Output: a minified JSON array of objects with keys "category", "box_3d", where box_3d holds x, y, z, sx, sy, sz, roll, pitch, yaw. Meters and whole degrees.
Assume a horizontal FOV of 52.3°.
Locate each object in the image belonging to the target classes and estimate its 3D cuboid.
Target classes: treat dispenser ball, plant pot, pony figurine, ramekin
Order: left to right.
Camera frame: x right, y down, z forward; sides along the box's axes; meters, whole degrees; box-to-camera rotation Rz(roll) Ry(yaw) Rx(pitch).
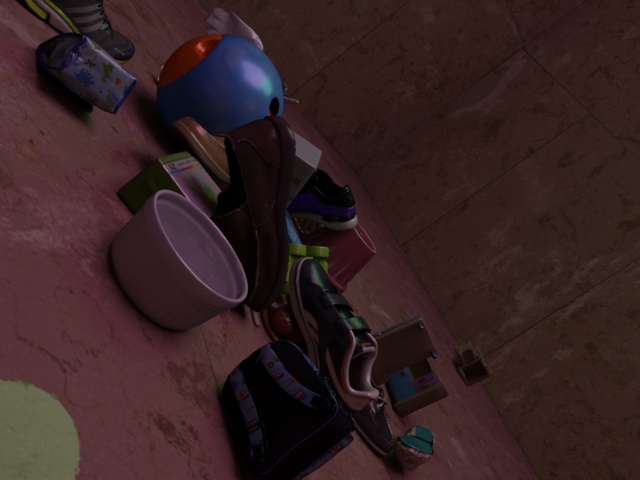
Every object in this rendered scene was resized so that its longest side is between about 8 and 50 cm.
[{"category":"ramekin","box_3d":[-0.215,0.037,0.977,0.207,0.109,0.207,50,12,-15]},{"category":"treat dispenser ball","box_3d":[-0.228,-0.323,1.492,0.288,0.288,0.288,50,13,-16]},{"category":"pony figurine","box_3d":[-0.224,-0.409,1.789,0.351,0.303,0.363,32,-13,0]},{"category":"plant pot","box_3d":[0.047,0.034,1.810,0.201,0.180,0.201,51,13,-17]}]

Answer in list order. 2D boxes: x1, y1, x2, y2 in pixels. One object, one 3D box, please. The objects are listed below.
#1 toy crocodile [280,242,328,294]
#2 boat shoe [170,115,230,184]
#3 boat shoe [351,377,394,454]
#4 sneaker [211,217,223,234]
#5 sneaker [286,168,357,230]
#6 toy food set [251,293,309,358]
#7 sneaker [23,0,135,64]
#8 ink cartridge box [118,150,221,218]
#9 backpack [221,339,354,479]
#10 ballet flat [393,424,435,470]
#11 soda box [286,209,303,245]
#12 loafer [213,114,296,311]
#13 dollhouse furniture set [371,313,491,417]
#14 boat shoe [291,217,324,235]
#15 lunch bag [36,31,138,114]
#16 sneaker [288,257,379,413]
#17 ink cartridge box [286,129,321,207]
[{"category":"toy crocodile","box_3d":[-0.059,0.068,1.511,0.340,0.105,0.115,8,82,-66]},{"category":"boat shoe","box_3d":[-0.183,-0.179,1.365,0.121,0.110,0.341,44,2,29]},{"category":"boat shoe","box_3d":[0.077,0.294,1.404,0.335,0.095,0.112,57,12,16]},{"category":"sneaker","box_3d":[-0.177,-0.012,1.363,0.051,0.089,0.170,22,26,40]},{"category":"sneaker","box_3d":[-0.031,-0.132,1.759,0.102,0.293,0.146,-45,140,-45]},{"category":"toy food set","box_3d":[-0.050,0.172,1.318,0.218,0.071,0.128,47,14,-29]},{"category":"sneaker","box_3d":[-0.480,-0.471,1.343,0.111,0.121,0.300,60,14,27]},{"category":"ink cartridge box","box_3d":[-0.218,-0.027,1.175,0.255,0.097,0.189,52,12,-6]},{"category":"backpack","box_3d":[-0.054,0.242,0.945,0.173,0.158,0.117,49,-3,41]},{"category":"ballet flat","box_3d":[0.210,0.473,1.456,0.091,0.077,0.241,24,1,21]},{"category":"soda box","box_3d":[-0.111,-0.035,1.672,0.071,0.067,0.210,41,19,-47]},{"category":"loafer","box_3d":[-0.135,-0.043,1.166,0.130,0.366,0.134,-6,21,-28]},{"category":"dollhouse furniture set","box_3d":[0.232,0.248,1.669,0.303,0.286,0.198,60,7,-34]},{"category":"boat shoe","box_3d":[-0.005,0.006,1.970,0.257,0.095,0.095,47,-22,-8]},{"category":"lunch bag","box_3d":[-0.423,-0.297,1.156,0.151,0.096,0.129,25,-12,44]},{"category":"sneaker","box_3d":[0.035,0.175,1.276,0.126,0.127,0.321,6,66,-55]},{"category":"ink cartridge box","box_3d":[-0.102,-0.169,1.602,0.128,0.176,0.127,35,26,-11]}]
